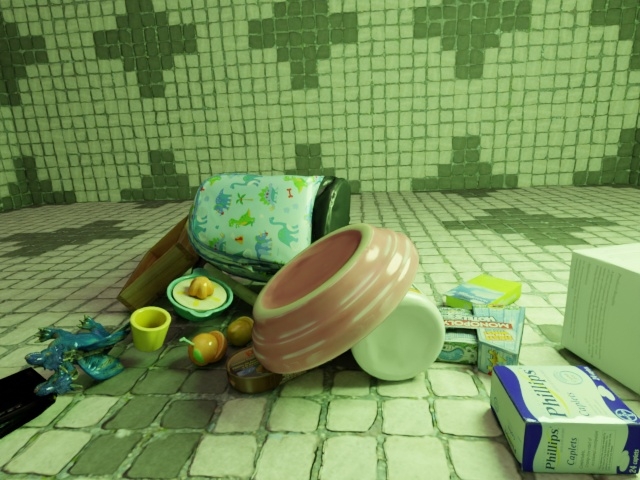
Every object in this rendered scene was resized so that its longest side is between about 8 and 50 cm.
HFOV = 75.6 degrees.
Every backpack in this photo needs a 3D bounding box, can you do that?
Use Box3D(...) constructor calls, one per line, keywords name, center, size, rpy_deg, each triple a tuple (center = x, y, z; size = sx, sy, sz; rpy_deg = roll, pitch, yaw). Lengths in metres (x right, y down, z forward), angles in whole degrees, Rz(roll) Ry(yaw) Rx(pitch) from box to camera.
Box3D(name="backpack", center=(-0.131, -0.032, 0.986), size=(0.355, 0.290, 0.273), rpy_deg=(5, -11, 23))

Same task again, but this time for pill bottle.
Box3D(name="pill bottle", center=(0.113, 0.127, 0.794), size=(0.162, 0.162, 0.278), rpy_deg=(-4, 14, -5))

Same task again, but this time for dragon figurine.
Box3D(name="dragon figurine", center=(-0.399, 0.195, 0.738), size=(0.144, 0.085, 0.289), rpy_deg=(12, 3, 23))

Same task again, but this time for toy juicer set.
Box3D(name="toy juicer set", center=(-0.220, 0.130, 0.871), size=(0.209, 0.089, 0.329), rpy_deg=(19, 25, 6))

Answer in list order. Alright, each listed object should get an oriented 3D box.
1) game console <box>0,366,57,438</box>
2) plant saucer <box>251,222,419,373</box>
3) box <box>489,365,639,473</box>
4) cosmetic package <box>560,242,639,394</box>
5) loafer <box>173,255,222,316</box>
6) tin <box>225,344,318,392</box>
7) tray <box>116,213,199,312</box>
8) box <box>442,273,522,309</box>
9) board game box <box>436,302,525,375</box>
Box3D(name="game console", center=(-0.611, 0.255, 0.675), size=(0.361, 0.044, 0.213), rpy_deg=(8, 18, 36))
Box3D(name="plant saucer", center=(0.006, 0.076, 0.715), size=(0.332, 0.084, 0.332), rpy_deg=(-34, 16, 11))
Box3D(name="box", center=(0.313, 0.229, 0.544), size=(0.137, 0.072, 0.126), rpy_deg=(-2, 14, 5))
Box3D(name="cosmetic package", center=(0.545, 0.144, 0.585), size=(0.155, 0.197, 0.365), rpy_deg=(-5, 17, -12))
Box3D(name="loafer", center=(-0.297, 0.112, 1.080), size=(0.095, 0.109, 0.302), rpy_deg=(12, 21, -6))
Box3D(name="tin", center=(-0.077, 0.214, 0.744), size=(0.189, 0.040, 0.106), rpy_deg=(-14, 22, -33))
Box3D(name="tray", center=(-0.433, 0.044, 1.181), size=(0.203, 0.076, 0.411), rpy_deg=(-42, 20, 0))
Box3D(name="box", center=(0.378, 0.128, 0.964), size=(0.178, 0.042, 0.109), rpy_deg=(-15, 19, -39))
Box3D(name="board game box", center=(0.289, 0.179, 0.760), size=(0.194, 0.060, 0.194), rpy_deg=(1, 15, 15))
